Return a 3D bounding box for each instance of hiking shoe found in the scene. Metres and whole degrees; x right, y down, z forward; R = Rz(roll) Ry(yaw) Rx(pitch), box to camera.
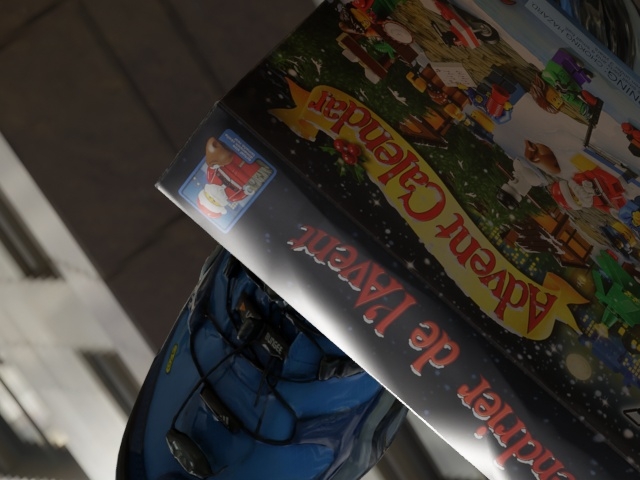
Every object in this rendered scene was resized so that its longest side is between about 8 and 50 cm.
[{"bbox_3d":[0.000,0.000,0.778,0.113,0.132,0.304,39,-80,25],"label":"hiking shoe"}]

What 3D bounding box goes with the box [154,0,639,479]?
[{"bbox_3d":[0.081,0.009,0.627,0.044,0.233,0.159,-48,-179,41],"label":"box"}]
